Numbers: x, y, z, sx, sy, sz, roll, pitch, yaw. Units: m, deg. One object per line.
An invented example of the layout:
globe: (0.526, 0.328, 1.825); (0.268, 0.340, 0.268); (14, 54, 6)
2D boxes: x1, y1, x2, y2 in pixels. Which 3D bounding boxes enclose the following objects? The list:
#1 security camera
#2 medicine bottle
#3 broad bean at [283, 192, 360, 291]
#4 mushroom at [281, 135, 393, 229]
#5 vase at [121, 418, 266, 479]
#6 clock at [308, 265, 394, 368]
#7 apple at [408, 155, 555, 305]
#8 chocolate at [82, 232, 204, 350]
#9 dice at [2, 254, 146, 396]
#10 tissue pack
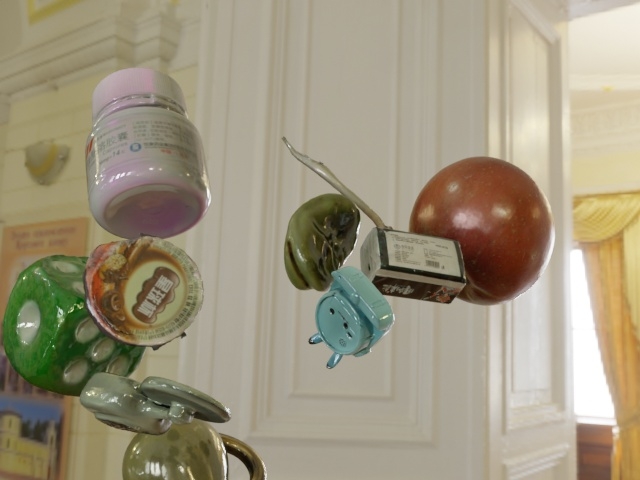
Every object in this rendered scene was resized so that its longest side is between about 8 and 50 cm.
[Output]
security camera: (-0.280, 0.284, 1.163); (0.301, 0.080, 0.157); (-6, -38, 40)
medicine bottle: (-0.382, -0.190, 1.507); (0.256, 0.325, 0.256); (-11, -29, -6)
broad bean: (0.002, 0.000, 1.292); (0.072, 0.207, 0.153); (-8, -45, 40)
mushroom: (0.034, -0.108, 1.402); (0.306, 0.043, 0.068); (43, -30, -4)
vase: (-0.270, 0.556, 1.596); (0.329, 0.241, 0.302); (-5, 39, -39)
clock: (0.035, 0.116, 0.968); (0.045, 0.108, 0.147); (-15, -34, -43)
apple: (0.380, -0.022, 1.629); (0.348, 0.277, 0.348); (33, -22, 16)
chocolate: (-0.328, 0.107, 1.237); (0.221, 0.221, 0.147); (6, -24, -24)
dice: (-0.650, 0.222, 1.857); (0.297, 0.287, 0.300); (32, 15, 39)
tissue pack: (0.161, 0.044, 1.214); (0.170, 0.103, 0.090); (11, -39, -18)
